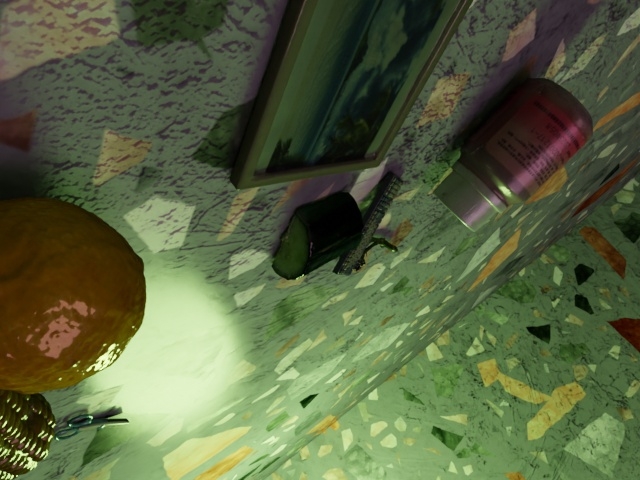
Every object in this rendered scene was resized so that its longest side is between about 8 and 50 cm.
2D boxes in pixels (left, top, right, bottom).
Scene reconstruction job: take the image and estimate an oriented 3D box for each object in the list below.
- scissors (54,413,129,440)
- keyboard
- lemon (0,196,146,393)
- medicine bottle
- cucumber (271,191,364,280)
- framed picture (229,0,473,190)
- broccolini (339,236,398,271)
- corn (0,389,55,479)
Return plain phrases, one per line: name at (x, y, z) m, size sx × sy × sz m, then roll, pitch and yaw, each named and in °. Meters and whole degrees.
scissors at (-0.332, 0.274, 0.746) m, size 0.058 × 0.014 × 0.119 m, roll -45°, pitch 152°, yaw 12°
keyboard at (0.076, -0.022, 0.783) m, size 0.176 × 0.014 × 0.055 m, roll -60°, pitch 156°, yaw 8°
lemon at (-0.206, 0.044, 0.381) m, size 0.142 × 0.142 × 0.187 m, roll -34°, pitch 167°, yaw -13°
medicine bottle at (0.307, -0.134, 0.824) m, size 0.247 × 0.147 × 0.147 m, roll -47°, pitch 155°, yaw 15°
cucumber at (0.000, 0.000, 0.708) m, size 0.115 × 0.062 × 0.116 m, roll -27°, pitch 155°, yaw -35°
framed picture at (0.048, -0.187, 0.499) m, size 0.232 × 0.024 × 0.315 m, roll -16°, pitch 146°, yaw -40°
broccolini at (0.099, 0.013, 0.901) m, size 0.194 × 0.054 × 0.052 m, roll -10°, pitch 123°, yaw -52°
corn at (-0.318, 0.122, 0.377) m, size 0.120 × 0.120 × 0.363 m, roll -32°, pitch 153°, yaw -18°
